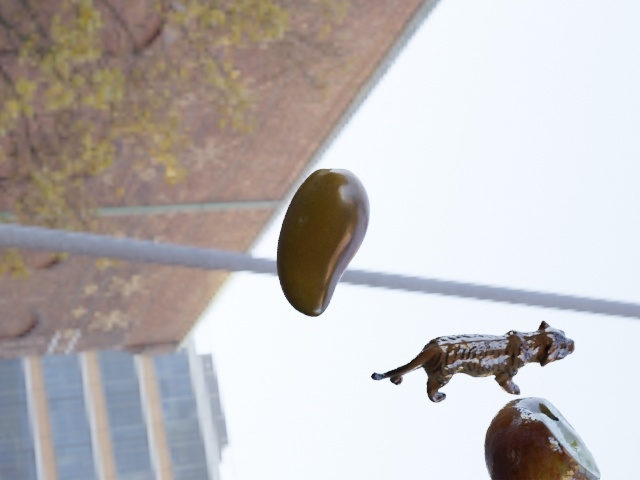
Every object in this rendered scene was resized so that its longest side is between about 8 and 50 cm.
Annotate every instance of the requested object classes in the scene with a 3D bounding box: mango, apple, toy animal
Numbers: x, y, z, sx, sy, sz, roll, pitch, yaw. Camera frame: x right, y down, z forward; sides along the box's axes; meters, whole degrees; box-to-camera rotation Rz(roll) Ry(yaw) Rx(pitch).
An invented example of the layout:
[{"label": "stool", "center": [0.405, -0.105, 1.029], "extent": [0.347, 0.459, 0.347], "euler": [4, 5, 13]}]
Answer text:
[{"label": "mango", "center": [0.000, 0.000, 1.537], "extent": [0.085, 0.102, 0.184], "euler": [5, 102, -74]}, {"label": "apple", "center": [0.335, 0.334, 1.960], "extent": [0.195, 0.160, 0.173], "euler": [-57, 123, -79]}, {"label": "toy animal", "center": [0.179, 0.140, 1.490], "extent": [0.099, 0.241, 0.057], "euler": [102, -18, -49]}]
